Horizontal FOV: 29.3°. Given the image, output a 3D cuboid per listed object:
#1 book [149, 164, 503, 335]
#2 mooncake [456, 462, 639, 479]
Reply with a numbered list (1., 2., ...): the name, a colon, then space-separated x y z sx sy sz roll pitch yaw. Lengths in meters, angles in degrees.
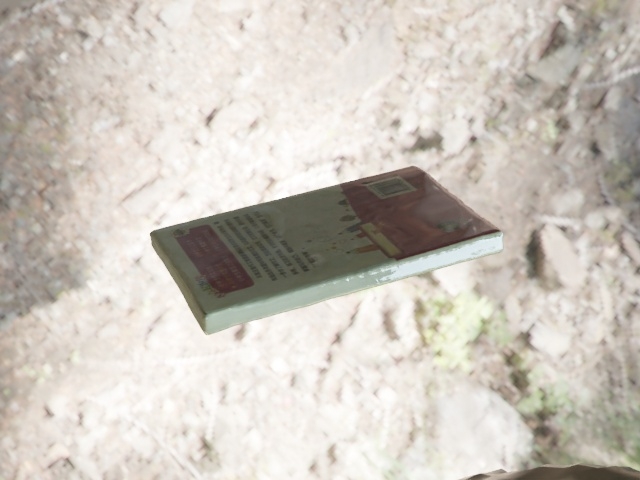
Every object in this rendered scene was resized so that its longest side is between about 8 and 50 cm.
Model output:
1. book: 0.000 0.000 0.928 0.232 0.162 0.022 -16 116 -16
2. mooncake: 0.142 0.323 0.664 0.246 0.394 0.393 -20 115 -52
